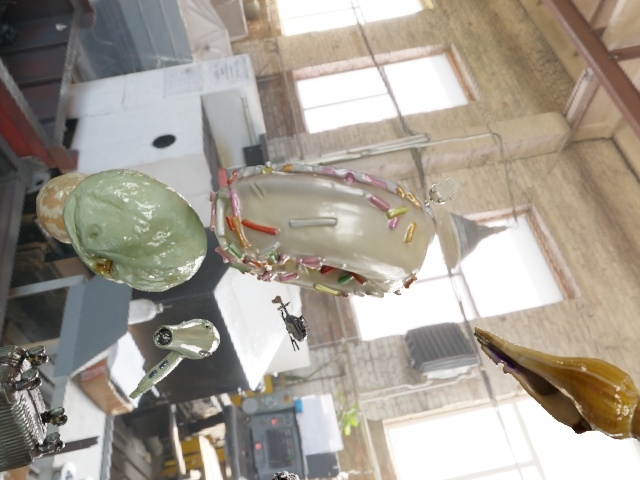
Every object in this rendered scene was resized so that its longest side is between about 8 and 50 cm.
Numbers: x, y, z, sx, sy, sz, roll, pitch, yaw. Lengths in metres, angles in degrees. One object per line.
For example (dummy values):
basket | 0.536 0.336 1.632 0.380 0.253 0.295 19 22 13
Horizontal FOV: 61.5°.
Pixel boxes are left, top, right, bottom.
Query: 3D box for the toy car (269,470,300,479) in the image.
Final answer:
toy car | -0.025 0.418 0.731 0.089 0.108 0.210 -124 -143 -78

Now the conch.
conch | 0.368 0.205 0.795 0.330 0.093 0.109 34 -35 53

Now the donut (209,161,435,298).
donut | 0.000 0.000 0.891 0.383 0.382 0.143 90 8 -74

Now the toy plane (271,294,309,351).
toy plane | -0.060 0.164 1.093 0.031 0.049 0.121 -20 81 -51

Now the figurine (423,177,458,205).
figurine | 0.251 -0.100 1.138 0.050 0.083 0.047 -31 -93 54

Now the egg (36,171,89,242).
egg | -0.688 -0.087 1.509 0.203 0.245 0.204 5 84 -48

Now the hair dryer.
hair dryer | -0.409 0.306 1.439 0.119 0.298 0.296 46 -21 17

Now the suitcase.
suitcase | -0.613 0.300 0.905 0.128 0.312 0.202 -126 -151 -59

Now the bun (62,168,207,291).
bun | -0.257 -0.002 0.736 0.195 0.195 0.118 82 23 -46
